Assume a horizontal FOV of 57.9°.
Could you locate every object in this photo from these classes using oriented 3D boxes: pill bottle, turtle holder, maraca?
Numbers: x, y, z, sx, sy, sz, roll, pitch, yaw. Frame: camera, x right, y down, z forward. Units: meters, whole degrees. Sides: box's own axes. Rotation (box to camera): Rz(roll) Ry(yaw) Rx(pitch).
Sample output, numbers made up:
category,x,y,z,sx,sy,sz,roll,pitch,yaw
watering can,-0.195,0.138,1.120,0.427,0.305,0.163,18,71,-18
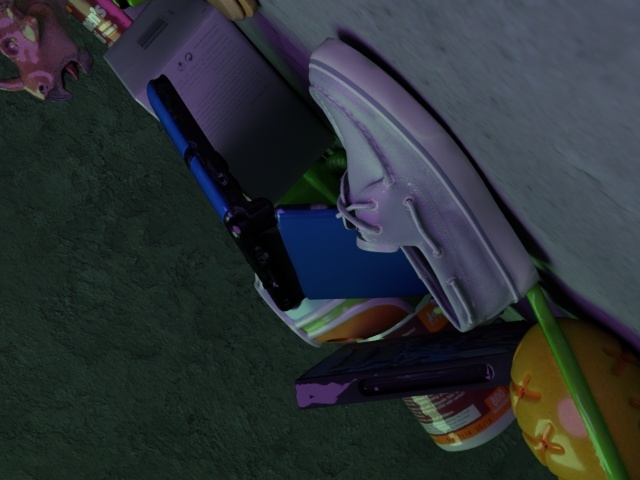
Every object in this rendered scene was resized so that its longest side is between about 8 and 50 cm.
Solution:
category,x,y,z,sx,sy,sz,roll,pitch,yaw
pill bottle,0.209,0.196,1.153,0.392,0.224,0.224,52,-178,-2
turtle holder,0.004,0.005,0.842,0.320,0.227,0.243,43,-177,-3
maraca,0.190,0.105,0.439,0.127,0.099,0.185,45,-154,-60
pill bottle,-0.301,-0.355,0.810,0.221,0.121,0.121,42,-178,-27

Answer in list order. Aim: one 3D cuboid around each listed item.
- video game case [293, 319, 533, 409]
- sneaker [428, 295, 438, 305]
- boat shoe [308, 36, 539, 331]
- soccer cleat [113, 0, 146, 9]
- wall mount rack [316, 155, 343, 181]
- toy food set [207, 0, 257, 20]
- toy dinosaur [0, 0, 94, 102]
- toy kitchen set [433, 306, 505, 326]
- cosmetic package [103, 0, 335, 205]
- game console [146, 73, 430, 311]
category,x,y,z,sx,sy,sz,roll,pitch,yaw
video game case,0.125,0.134,0.661,0.275,0.249,0.035,13,-113,-77
sneaker,0.190,0.072,0.753,0.077,0.071,0.178,33,-175,12
boat shoe,0.057,-0.021,0.376,0.227,0.081,0.079,47,180,-24
soccer cleat,-0.202,-0.286,0.620,0.060,0.072,0.179,42,-178,-33
wall mount rack,-0.039,-0.124,1.133,0.304,0.130,0.350,3,-144,-50
toy food set,-0.087,-0.205,0.450,0.082,0.020,0.083,43,-178,-27
toy dinosaur,-0.291,-0.278,0.513,0.295,0.200,0.127,45,-178,26
toy kitchen set,0.254,0.134,0.943,0.166,0.122,0.207,44,162,4
cosmetic package,-0.135,-0.186,0.754,0.225,0.138,0.224,40,-176,-39
game console,-0.009,-0.036,0.589,0.250,0.173,0.293,56,172,18
